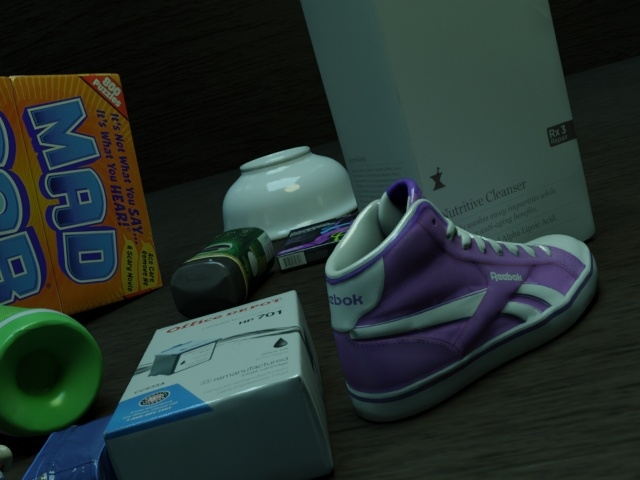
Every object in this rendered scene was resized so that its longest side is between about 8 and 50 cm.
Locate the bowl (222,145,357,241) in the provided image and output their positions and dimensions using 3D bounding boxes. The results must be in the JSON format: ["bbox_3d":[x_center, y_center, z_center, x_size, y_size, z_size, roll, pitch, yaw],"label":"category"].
[{"bbox_3d":[-0.071,-0.101,1.317,0.298,0.134,0.298,-16,13,4],"label":"bowl"}]

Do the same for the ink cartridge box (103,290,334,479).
[{"bbox_3d":[-0.071,0.119,0.531,0.140,0.082,0.190,-17,15,0],"label":"ink cartridge box"}]

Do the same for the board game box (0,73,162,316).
[{"bbox_3d":[-0.534,-0.051,1.087,0.356,0.356,0.356,-4,9,44],"label":"board game box"}]

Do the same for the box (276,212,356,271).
[{"bbox_3d":[0.000,0.000,1.041,0.116,0.029,0.162,-15,12,8],"label":"box"}]

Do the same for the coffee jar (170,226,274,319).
[{"bbox_3d":[-0.130,0.042,0.917,0.096,0.079,0.184,-10,14,14],"label":"coffee jar"}]

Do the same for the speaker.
[{"bbox_3d":[-0.355,0.131,0.733,0.296,0.131,0.131,-3,19,46],"label":"speaker"}]

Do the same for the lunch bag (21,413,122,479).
[{"bbox_3d":[-0.166,0.169,0.471,0.065,0.067,0.098,-16,12,0],"label":"lunch bag"}]

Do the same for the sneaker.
[{"bbox_3d":[0.125,0.013,0.553,0.282,0.161,0.102,-24,14,-34],"label":"sneaker"}]

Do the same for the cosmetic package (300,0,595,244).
[{"bbox_3d":[0.134,-0.155,0.729,0.217,0.385,0.156,-23,14,-21],"label":"cosmetic package"}]

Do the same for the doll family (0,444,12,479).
[{"bbox_3d":[-0.284,0.201,0.479,0.193,0.076,0.111,-8,11,23],"label":"doll family"}]
